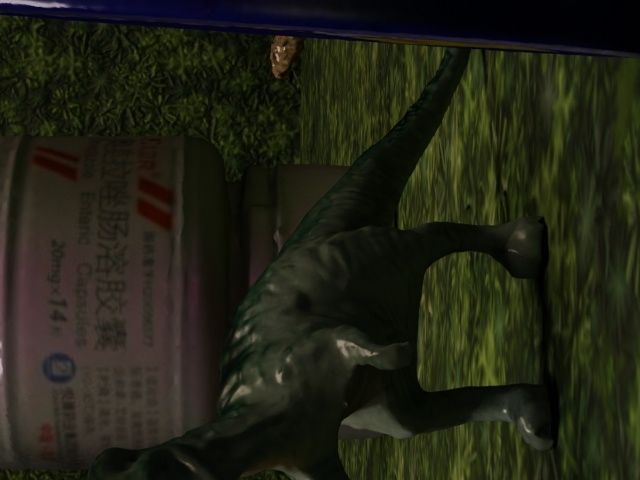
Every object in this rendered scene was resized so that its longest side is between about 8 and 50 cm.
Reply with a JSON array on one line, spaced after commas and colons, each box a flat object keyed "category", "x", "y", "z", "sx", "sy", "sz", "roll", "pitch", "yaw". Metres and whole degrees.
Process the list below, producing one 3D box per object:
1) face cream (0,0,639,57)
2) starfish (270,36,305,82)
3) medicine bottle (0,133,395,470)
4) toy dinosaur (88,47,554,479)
[{"category": "face cream", "x": -0.008, "y": -0.106, "z": 0.423, "sx": 0.206, "sy": 0.205, "sz": 0.111, "roll": -113, "pitch": 28, "yaw": -82}, {"category": "starfish", "x": 0.031, "y": -0.259, "z": 0.868, "sx": 0.301, "sy": 0.084, "sz": 0.294, "roll": 121, "pitch": 154, "yaw": -76}, {"category": "medicine bottle", "x": -0.103, "y": 0.044, "z": 1.188, "sx": 0.241, "sy": 0.301, "sz": 0.241, "roll": 180, "pitch": 90, "yaw": -86}, {"category": "toy dinosaur", "x": 0.046, "y": 0.014, "z": 0.631, "sx": 0.383, "sy": 0.129, "sz": 0.076, "roll": -48, "pitch": -25, "yaw": -54}]
